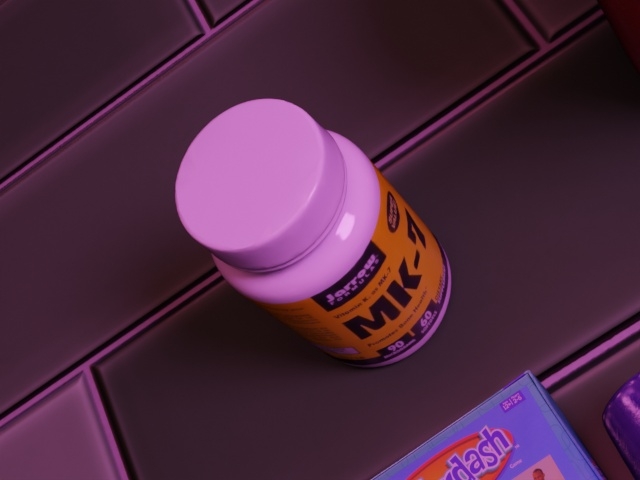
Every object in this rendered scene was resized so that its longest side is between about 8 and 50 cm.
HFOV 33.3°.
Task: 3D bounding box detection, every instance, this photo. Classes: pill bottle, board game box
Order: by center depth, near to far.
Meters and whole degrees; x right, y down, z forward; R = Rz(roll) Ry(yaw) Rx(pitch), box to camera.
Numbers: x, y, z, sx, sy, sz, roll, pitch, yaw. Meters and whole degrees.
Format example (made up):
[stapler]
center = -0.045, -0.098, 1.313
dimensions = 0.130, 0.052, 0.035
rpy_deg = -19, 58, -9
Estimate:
[board game box]
center = 0.121, 0.209, 0.643
dimensions = 0.160, 0.047, 0.210
rpy_deg = -36, 57, 8
[pill bottle]
center = 0.000, 0.000, 0.703
dimensions = 0.119, 0.208, 0.119
rpy_deg = -11, 64, 23

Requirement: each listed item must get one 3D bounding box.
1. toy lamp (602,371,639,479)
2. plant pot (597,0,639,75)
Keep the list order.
[toy lamp]
center = 0.263, 0.177, 0.572
dimensions = 0.080, 0.080, 0.275
rpy_deg = -43, 58, 3
[plant pot]
center = 0.256, -0.221, 0.642
dimensions = 0.272, 0.265, 0.272
rpy_deg = -10, 64, 22
